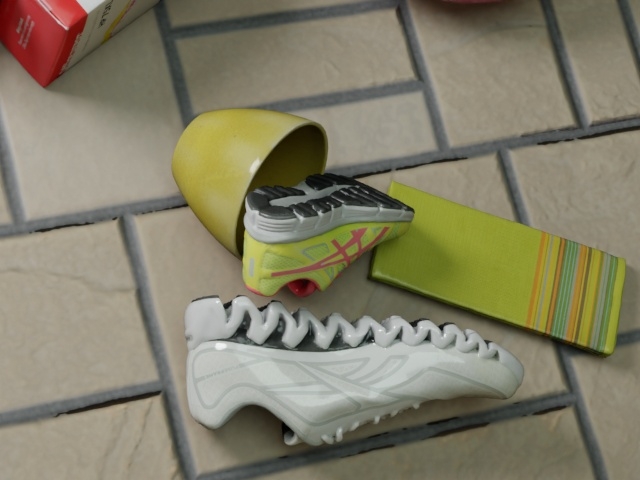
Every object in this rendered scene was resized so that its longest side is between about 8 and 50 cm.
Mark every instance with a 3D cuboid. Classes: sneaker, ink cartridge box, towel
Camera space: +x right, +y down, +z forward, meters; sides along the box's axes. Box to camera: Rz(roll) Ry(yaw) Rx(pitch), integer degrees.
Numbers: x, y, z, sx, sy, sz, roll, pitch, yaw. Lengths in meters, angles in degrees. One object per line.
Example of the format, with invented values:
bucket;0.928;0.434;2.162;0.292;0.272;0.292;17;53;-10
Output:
sneaker;0.000;0.000;1.546;0.208;0.081;0.094;-8;117;-50
ink cartridge box;-0.201;-0.219;1.558;0.231;0.134;0.078;-41;88;-23
sneaker;0.026;0.119;1.538;0.292;0.110;0.118;6;78;-6
towel;0.163;0.027;1.650;0.237;0.021;0.102;18;63;-9

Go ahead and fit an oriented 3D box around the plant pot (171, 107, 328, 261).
plant pot;-0.070;-0.061;1.559;0.095;0.134;0.134;29;64;22

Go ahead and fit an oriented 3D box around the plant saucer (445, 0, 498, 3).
plant saucer;0.114;-0.370;1.730;0.332;0.084;0.332;5;70;-15
